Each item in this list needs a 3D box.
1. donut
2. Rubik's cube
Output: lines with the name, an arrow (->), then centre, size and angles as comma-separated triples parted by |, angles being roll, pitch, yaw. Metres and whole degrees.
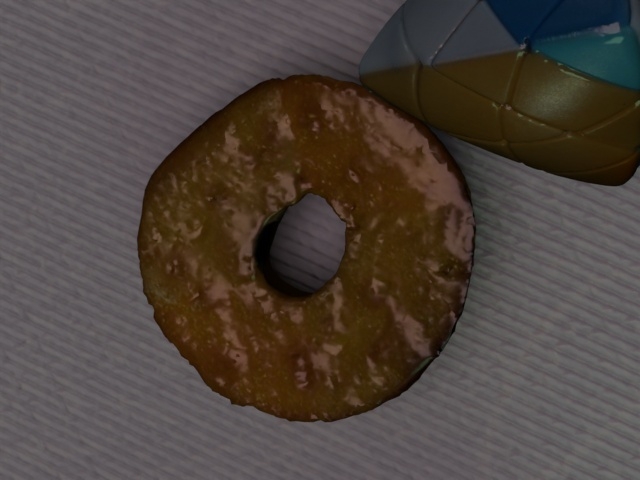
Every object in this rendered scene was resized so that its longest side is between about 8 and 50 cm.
donut -> 0.000, 0.000, 1.607 | 0.303, 0.110, 0.302 | 4, 103, 19
Rubik's cube -> 0.144, -0.179, 1.489 | 0.254, 0.254, 0.254 | 4, 103, 16
